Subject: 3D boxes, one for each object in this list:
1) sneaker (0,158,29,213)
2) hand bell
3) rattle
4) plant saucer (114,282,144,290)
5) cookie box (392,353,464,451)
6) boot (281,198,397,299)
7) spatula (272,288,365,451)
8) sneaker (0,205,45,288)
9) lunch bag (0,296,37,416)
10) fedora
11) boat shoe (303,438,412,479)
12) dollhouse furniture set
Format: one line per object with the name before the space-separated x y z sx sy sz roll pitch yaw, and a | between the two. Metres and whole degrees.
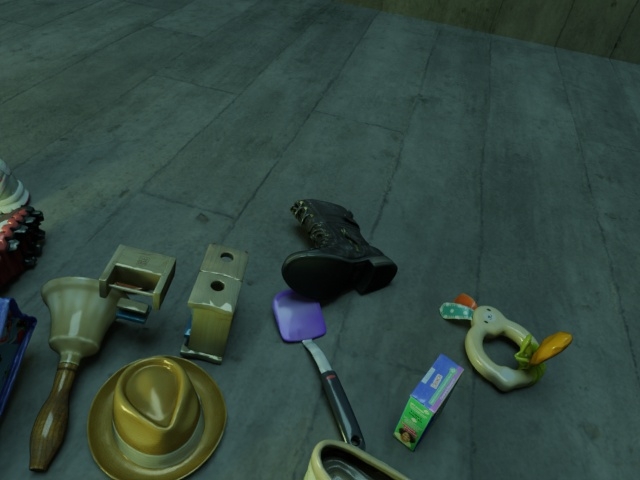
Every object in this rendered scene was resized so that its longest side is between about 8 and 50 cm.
sneaker | -0.694 -0.106 0.921 0.252 0.111 0.103 -12 45 -23
hand bell | -0.347 0.183 0.678 0.126 0.126 0.242 2 53 -7
rattle | 0.289 0.131 0.810 0.130 0.143 0.200 -20 52 -4
plant saucer | -0.323 0.060 0.871 0.083 0.013 0.083 5 42 -4
cookie box | 0.149 0.226 0.692 0.040 0.107 0.092 31 46 24
boot | 0.000 0.000 0.930 0.263 0.091 0.229 5 34 -39
spatula | 0.000 0.190 0.766 0.084 0.030 0.296 -7 44 -22
sneaker | -0.554 0.033 0.796 0.135 0.098 0.276 9 42 -3
lunch bag | -0.503 0.204 0.573 0.221 0.138 0.293 10 67 -13
fedora | -0.217 0.218 0.658 0.194 0.079 0.194 5 42 -5
boat shoe | 0.112 0.337 0.565 0.302 0.098 0.109 29 45 22
dollhouse furniture set | -0.218 0.080 0.758 0.183 0.129 0.129 15 39 -7
